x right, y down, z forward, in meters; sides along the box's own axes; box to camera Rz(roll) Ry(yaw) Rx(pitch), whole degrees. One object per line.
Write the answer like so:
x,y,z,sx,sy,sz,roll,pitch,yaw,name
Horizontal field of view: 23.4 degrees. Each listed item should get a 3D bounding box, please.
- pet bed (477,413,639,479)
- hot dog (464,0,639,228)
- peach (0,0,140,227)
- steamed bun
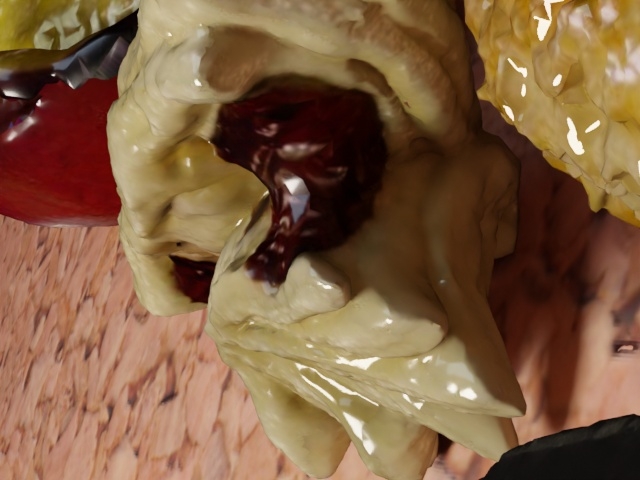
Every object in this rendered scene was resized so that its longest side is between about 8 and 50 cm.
0.116,0.163,0.466,0.183,0.159,0.211,-53,12,-29,pet bed
0.173,-0.184,0.524,0.367,0.196,0.365,121,157,-44,hot dog
-0.127,-0.206,1.003,0.416,0.353,0.339,-48,58,55,peach
0.000,0.000,0.765,0.428,0.247,0.189,115,177,-69,steamed bun
